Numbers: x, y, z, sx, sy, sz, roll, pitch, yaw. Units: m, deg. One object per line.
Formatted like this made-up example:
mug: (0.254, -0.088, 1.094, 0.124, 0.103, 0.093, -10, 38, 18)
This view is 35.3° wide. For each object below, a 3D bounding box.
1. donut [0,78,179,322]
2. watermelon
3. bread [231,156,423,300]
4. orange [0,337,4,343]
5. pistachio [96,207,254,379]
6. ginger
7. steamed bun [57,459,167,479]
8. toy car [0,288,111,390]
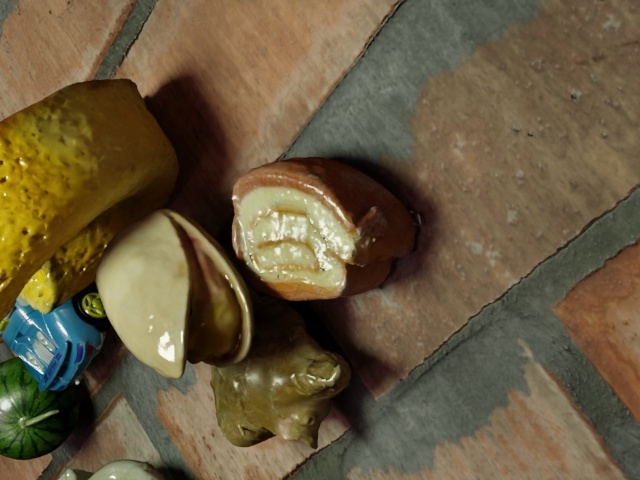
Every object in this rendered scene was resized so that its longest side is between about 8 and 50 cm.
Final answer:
donut: (-0.358, -0.045, 1.380, 0.377, 0.435, 0.163, -44, 83, 11)
watermelon: (-0.527, 0.303, 1.802, 0.214, 0.188, 0.187, -135, 36, -71)
bread: (-0.001, -0.012, 1.246, 0.244, 0.123, 0.190, -3, 102, 43)
orange: (-0.634, 0.163, 1.945, 0.083, 0.070, 0.083, 4, 97, 36)
pistachio: (-0.188, 0.064, 1.333, 0.299, 0.188, 0.187, 39, 132, 53)
ginger: (-0.045, 0.176, 1.359, 0.270, 0.123, 0.218, -20, 78, 41)
steamed bun: (-0.323, 0.539, 1.702, 0.310, 0.219, 0.324, -11, 73, 31)
toy car: (-0.493, 0.109, 1.730, 0.314, 0.166, 0.198, 53, 130, 16)
